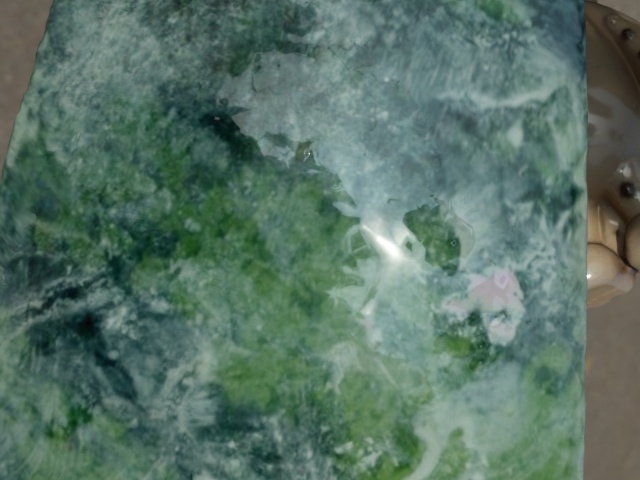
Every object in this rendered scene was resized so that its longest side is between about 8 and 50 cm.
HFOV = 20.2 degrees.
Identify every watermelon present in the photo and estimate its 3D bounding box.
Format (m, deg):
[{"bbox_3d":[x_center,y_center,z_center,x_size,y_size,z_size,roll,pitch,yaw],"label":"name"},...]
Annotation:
[{"bbox_3d":[0.000,0.000,0.735,0.258,0.228,0.387,30,66,-83],"label":"watermelon"}]

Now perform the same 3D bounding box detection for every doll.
[{"bbox_3d":[0.108,-0.098,0.910,0.119,0.154,0.278,25,52,-59],"label":"doll"}]
